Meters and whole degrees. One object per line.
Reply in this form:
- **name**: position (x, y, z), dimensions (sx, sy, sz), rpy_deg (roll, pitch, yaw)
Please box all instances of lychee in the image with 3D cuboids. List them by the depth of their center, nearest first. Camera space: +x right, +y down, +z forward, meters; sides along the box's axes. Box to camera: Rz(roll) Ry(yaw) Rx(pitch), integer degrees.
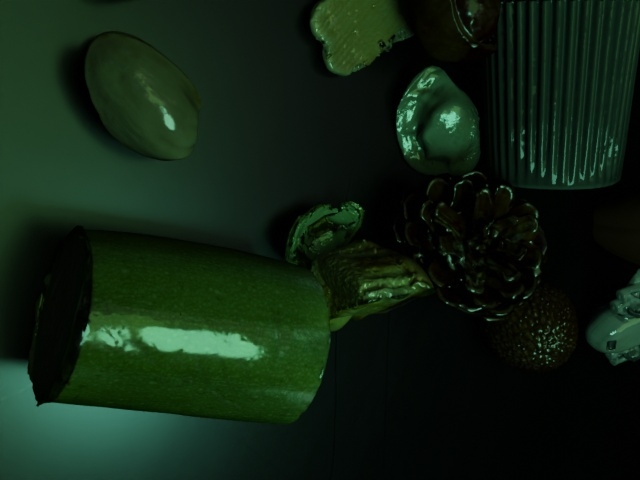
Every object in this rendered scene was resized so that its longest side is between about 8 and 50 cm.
- **lychee**: position (0.419, 0.171, 1.713), dimensions (0.194, 0.194, 0.195), rpy_deg (-4, 97, -31)

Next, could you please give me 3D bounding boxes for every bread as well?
- **bread**: position (0.065, 0.065, 1.473), dimensions (0.174, 0.251, 0.133), rpy_deg (-12, 79, -28)
- **bread**: position (0.081, -0.408, 1.525), dimensions (0.250, 0.039, 0.182), rpy_deg (-35, 111, -23)

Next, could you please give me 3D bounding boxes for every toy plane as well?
- **toy plane**: position (0.685, 0.166, 1.897), dimensions (0.252, 0.118, 0.252), rpy_deg (-16, 130, -20)

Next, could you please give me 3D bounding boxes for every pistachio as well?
- **pistachio**: position (-0.262, -0.210, 1.286), dimensions (0.144, 0.144, 0.215), rpy_deg (-48, 111, -18)

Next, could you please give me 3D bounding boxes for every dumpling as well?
- **dumpling**: position (0.225, -0.208, 1.594), dimensions (0.152, 0.108, 0.219), rpy_deg (-40, 111, -22)

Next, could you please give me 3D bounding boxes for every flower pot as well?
- **flower pot**: position (0.683, -0.030, 1.853), dimensions (0.190, 0.173, 0.191), rpy_deg (-3, 95, -31)

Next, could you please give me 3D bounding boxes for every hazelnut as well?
- **hazelnut**: position (0.226, -0.406, 1.491), dimensions (0.160, 0.170, 0.202), rpy_deg (-7, 122, 7)

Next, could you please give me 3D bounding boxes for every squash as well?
- **squash**: position (-0.207, 0.128, 1.279), dimensions (0.384, 0.263, 0.263), rpy_deg (12, 89, -31)

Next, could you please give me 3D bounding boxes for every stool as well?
- **stool**: position (0.438, -0.274, 1.618), dimensions (0.297, 0.297, 0.330), rpy_deg (-8, 104, -31)

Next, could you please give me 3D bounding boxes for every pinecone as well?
- **pinecone**: position (0.272, 0.003, 1.549), dimensions (0.298, 0.296, 0.242), rpy_deg (43, 90, -2)

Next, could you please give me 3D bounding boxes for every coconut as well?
- **coconut**: position (-0.004, -0.003, 1.500), dimensions (0.158, 0.055, 0.133), rpy_deg (-13, 126, -32)
